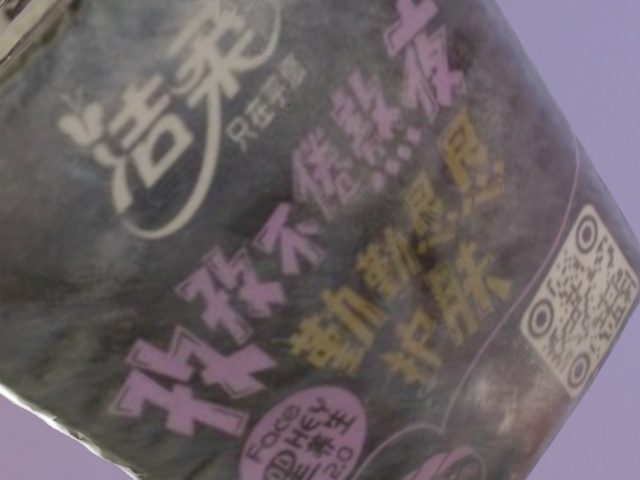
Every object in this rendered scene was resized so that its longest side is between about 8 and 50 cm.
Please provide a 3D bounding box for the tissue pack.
[{"bbox_3d":[0.000,0.000,0.439,0.259,0.122,0.361,-53,-53,-10],"label":"tissue pack"}]
